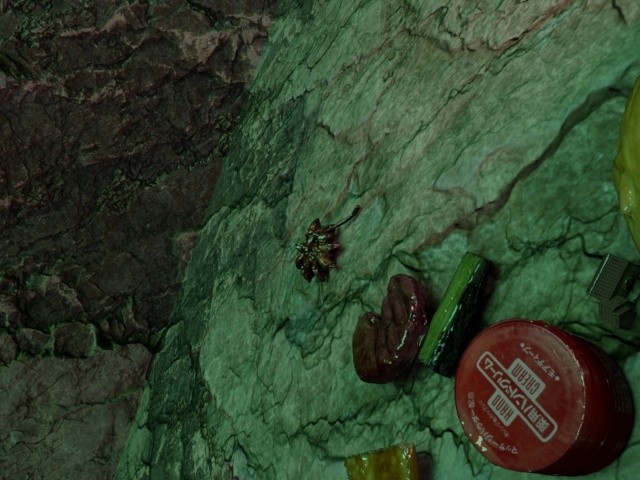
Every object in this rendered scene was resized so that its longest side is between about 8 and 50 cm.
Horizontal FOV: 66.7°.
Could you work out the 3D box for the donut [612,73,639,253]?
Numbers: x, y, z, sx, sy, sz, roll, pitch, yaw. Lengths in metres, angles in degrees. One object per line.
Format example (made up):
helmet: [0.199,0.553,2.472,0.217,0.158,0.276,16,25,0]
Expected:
donut: [0.479,-0.090,0.427,0.449,0.198,0.448,-38,42,46]

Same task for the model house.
model house: [0.380,0.066,0.631,0.057,0.058,0.083,38,105,59]

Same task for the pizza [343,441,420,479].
pizza: [0.113,0.423,0.860,0.193,0.053,0.200,23,104,58]

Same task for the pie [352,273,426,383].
pie: [0.130,0.175,0.941,0.218,0.054,0.204,-51,22,41]

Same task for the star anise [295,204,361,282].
star anise: [0.003,-0.002,1.280,0.177,0.073,0.233,22,85,51]

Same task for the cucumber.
cucumber: [0.241,0.126,0.830,0.211,0.062,0.078,-64,8,1]

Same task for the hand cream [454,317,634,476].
hand cream: [0.287,0.205,0.638,0.193,0.125,0.193,-37,43,45]
